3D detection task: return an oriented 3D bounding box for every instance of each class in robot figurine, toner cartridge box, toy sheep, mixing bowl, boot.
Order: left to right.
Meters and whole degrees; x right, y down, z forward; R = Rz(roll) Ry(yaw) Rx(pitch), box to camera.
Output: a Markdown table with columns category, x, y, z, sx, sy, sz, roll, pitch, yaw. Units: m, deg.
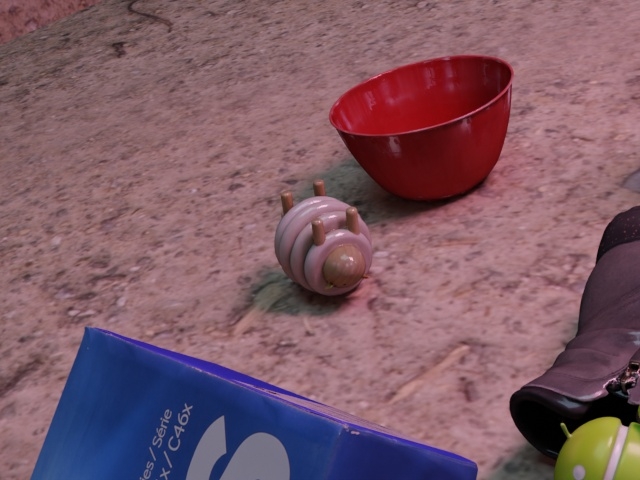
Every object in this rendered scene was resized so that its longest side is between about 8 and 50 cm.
| category | x | y | z | sx | sy | sz | roll | pitch | yaw |
| --- | --- | --- | --- | --- | --- | --- | --- | --- | --- |
| toner cartridge box | -0.077 | 0.217 | 0.436 | 0.165 | 0.075 | 0.347 | 11 | 80 | 50 |
| toy sheep | 0.000 | 0.000 | 1.048 | 0.091 | 0.091 | 0.132 | -23 | 35 | -13 |
| mixing bowl | 0.107 | -0.100 | 1.168 | 0.182 | 0.098 | 0.181 | -13 | 26 | 7 |
| robot figurine | 0.182 | 0.139 | 0.667 | 0.115 | 0.101 | 0.067 | 19 | 24 | 15 |
| boot | 0.303 | 0.064 | 0.740 | 0.338 | 0.118 | 0.222 | -12 | 27 | 36 |
